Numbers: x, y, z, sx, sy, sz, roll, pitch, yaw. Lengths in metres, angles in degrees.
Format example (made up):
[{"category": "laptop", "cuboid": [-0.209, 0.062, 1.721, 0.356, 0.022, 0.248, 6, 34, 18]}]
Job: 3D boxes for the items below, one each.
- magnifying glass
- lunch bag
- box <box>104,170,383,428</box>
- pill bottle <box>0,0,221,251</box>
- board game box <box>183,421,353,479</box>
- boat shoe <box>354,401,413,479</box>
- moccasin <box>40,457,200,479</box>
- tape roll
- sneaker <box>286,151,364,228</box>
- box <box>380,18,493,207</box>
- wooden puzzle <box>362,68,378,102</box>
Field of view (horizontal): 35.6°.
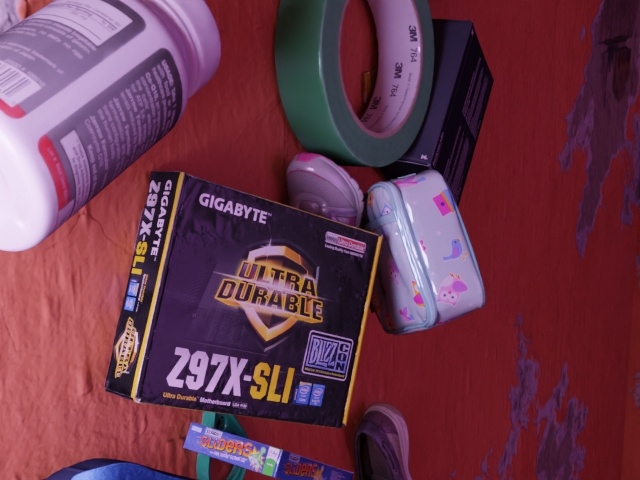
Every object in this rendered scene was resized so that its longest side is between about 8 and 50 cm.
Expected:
[{"category": "magnifying glass", "cuboid": [-0.134, 0.227, 1.278, 0.092, 0.026, 0.231, -37, 129, -50]}, {"category": "lunch bag", "cuboid": [0.123, 0.016, 1.425, 0.108, 0.279, 0.224, -19, 87, -14]}, {"category": "box", "cuboid": [-0.081, 0.080, 1.195, 0.322, 0.079, 0.257, 17, 83, -41]}, {"category": "pill bottle", "cuboid": [-0.223, -0.132, 0.911, 0.283, 0.161, 0.161, -50, 136, -42]}, {"category": "board game box", "cuboid": [-0.061, 0.278, 1.256, 0.201, 0.136, 0.035, 37, 66, -57]}, {"category": "boat shoe", "cuboid": [0.104, 0.410, 1.646, 0.092, 0.103, 0.285, -29, 117, -47]}, {"category": "moccasin", "cuboid": [-0.188, 0.314, 1.124, 0.342, 0.117, 0.138, 51, 42, -45]}, {"category": "tape roll", "cuboid": [0.057, -0.266, 1.417, 0.321, 0.077, 0.321, -14, 107, -55]}, {"category": "sneaker", "cuboid": [0.000, 0.000, 1.370, 0.111, 0.103, 0.252, -50, 136, -44]}, {"category": "box", "cuboid": [0.191, -0.203, 1.633, 0.184, 0.103, 0.261, 52, 53, -61]}, {"category": "wooden puzzle", "cuboid": [0.097, -0.227, 1.566, 0.116, 0.014, 0.078, -8, 104, -59]}]
